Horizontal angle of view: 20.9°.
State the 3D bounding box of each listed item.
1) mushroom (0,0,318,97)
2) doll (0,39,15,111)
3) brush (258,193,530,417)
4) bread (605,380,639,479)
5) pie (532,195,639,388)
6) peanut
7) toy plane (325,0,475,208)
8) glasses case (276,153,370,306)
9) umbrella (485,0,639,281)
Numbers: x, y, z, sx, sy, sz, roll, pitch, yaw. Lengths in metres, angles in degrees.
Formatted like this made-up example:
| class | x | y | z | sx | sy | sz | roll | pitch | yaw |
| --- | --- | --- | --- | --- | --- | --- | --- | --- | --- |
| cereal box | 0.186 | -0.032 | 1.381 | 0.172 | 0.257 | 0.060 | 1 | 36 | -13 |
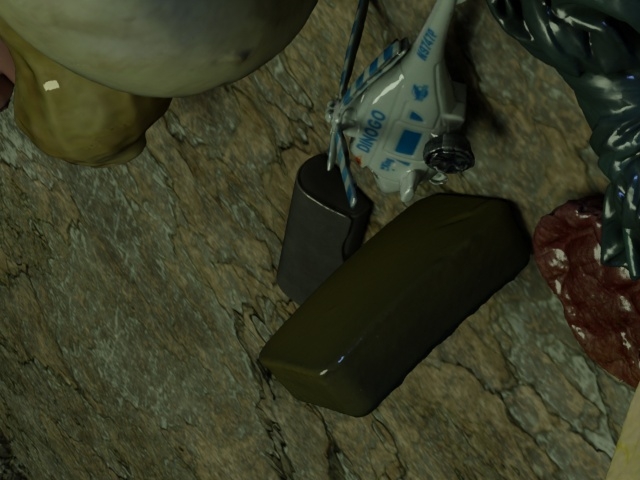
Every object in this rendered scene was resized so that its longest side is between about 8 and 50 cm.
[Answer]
| class | x | y | z | sx | sy | sz | roll | pitch | yaw |
| --- | --- | --- | --- | --- | --- | --- | --- | --- | --- |
| mushroom | -0.102 | -0.226 | 1.121 | 0.356 | 0.315 | 0.315 | 37 | 151 | 31 |
| doll | -0.355 | -0.280 | 1.622 | 0.268 | 0.284 | 0.216 | 48 | -156 | -48 |
| brush | 0.056 | 0.046 | 1.289 | 0.059 | 0.197 | 0.123 | 55 | 160 | -21 |
| bread | 0.223 | 0.131 | 0.987 | 0.168 | 0.264 | 0.163 | -8 | 116 | 59 |
| pie | 0.206 | 0.036 | 1.180 | 0.153 | 0.038 | 0.153 | 45 | 153 | 31 |
| peanut | -0.202 | -0.201 | 1.492 | 0.158 | 0.174 | 0.340 | 40 | 155 | 47 |
| toy plane | 0.071 | -0.121 | 1.206 | 0.182 | 0.107 | 0.273 | -87 | 12 | -48 |
| glasses case | 0.000 | 0.001 | 1.537 | 0.072 | 0.042 | 0.190 | 41 | 154 | 15 |
| umbrella | 0.152 | -0.126 | 0.998 | 0.143 | 0.094 | 0.349 | -9 | 110 | 57 |
